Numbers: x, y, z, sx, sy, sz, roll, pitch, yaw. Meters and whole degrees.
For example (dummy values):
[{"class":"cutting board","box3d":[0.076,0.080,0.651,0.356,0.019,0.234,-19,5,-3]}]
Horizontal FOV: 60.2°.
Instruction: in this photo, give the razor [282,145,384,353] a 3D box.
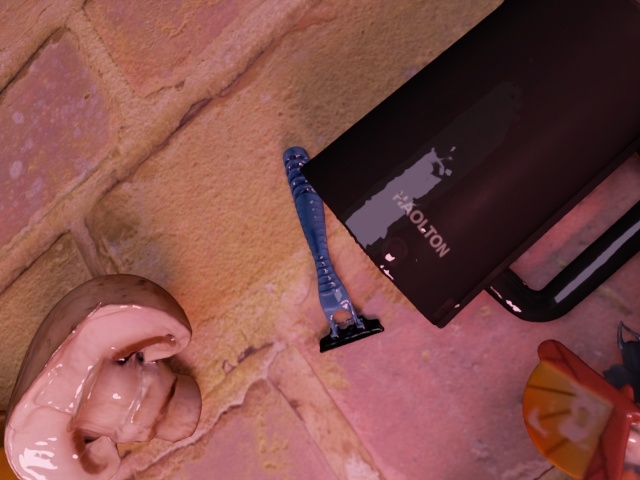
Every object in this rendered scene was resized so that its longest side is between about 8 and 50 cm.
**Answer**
[{"class":"razor","box3d":[0.000,0.000,0.659,0.082,0.042,0.253,-21,71,17]}]

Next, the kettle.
[{"class":"kettle","box3d":[0.176,-0.070,0.523,0.308,0.203,0.262,-41,65,5]}]

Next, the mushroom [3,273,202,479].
[{"class":"mushroom","box3d":[-0.251,0.155,0.665,0.253,0.195,0.189,-58,33,7]}]

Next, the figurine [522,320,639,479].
[{"class":"figurine","box3d":[0.272,0.229,0.415,0.277,0.248,0.388,19,77,27]}]

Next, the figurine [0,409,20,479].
[{"class":"figurine","box3d":[-0.448,0.292,0.712,0.228,0.215,0.215,-11,74,4]}]
